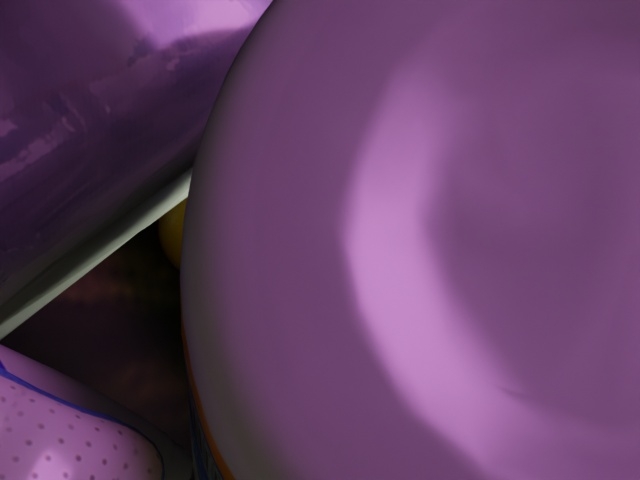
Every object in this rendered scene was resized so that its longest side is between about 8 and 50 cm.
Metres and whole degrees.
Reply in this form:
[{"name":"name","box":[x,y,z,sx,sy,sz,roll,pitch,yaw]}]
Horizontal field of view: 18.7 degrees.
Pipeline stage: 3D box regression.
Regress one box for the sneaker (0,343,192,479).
[{"name":"sneaker","box":[-0.136,-0.010,0.339,0.236,0.130,0.323,10,71,-28]}]

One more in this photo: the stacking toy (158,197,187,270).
[{"name":"stacking toy","box":[0.000,0.000,0.660,0.330,0.141,0.141,49,28,7]}]

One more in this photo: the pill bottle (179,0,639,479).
[{"name":"pill bottle","box":[0.046,0.038,0.445,0.152,0.152,0.272,61,-10,14]}]

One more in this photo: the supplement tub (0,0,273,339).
[{"name":"supplement tub","box":[-0.153,-0.132,0.471,0.338,0.207,0.207,53,28,-2]}]
